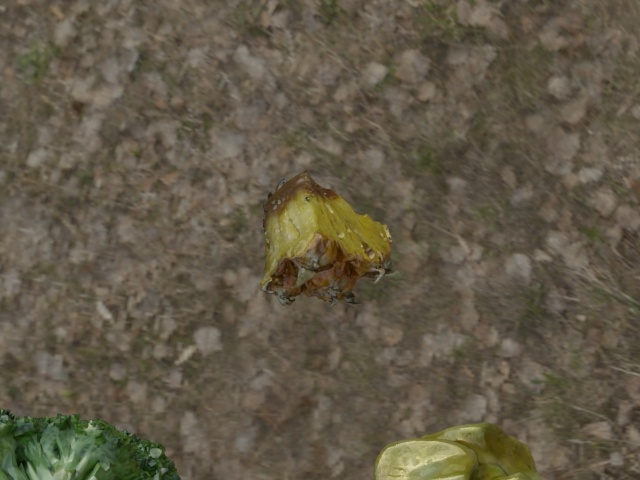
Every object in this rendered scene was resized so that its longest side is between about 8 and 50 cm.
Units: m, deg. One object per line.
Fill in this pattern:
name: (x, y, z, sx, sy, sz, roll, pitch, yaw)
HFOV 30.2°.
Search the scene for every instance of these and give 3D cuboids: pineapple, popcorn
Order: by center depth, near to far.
pineapple: (0.000, 0.000, 0.916, 0.069, 0.137, 0.116, -42, 72, 23)
popcorn: (0.184, 0.403, 1.462, 0.292, 0.294, 0.334, -20, 47, -7)

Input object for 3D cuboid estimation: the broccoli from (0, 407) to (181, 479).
broccoli: (-0.174, 0.222, 0.652, 0.269, 0.261, 0.241, -50, 39, 6)
